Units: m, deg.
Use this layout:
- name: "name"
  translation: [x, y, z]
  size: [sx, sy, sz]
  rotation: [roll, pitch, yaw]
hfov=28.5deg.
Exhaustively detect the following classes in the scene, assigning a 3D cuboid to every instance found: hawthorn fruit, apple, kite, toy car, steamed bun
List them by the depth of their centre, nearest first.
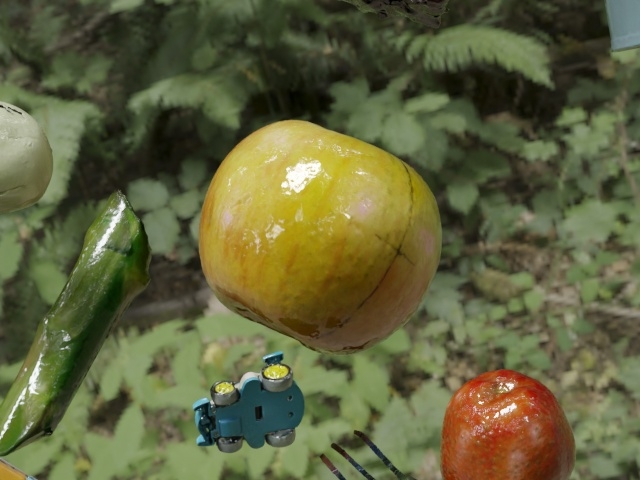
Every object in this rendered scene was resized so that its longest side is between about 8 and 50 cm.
- name: "hawthorn fruit"
  translation: [0.177, 0.188, 1.200]
  size: [0.133, 0.138, 0.132]
  rotation: [1, 36, -1]
- name: "steamed bun"
  translation: [-0.327, -0.084, 1.235]
  size: [0.130, 0.091, 0.112]
  rotation: [18, 48, -8]
- name: "apple"
  translation: [0.000, 0.000, 1.411]
  size: [0.286, 0.286, 0.233]
  rotation: [21, 86, 56]
- name: "kite"
  translation: [0.100, 0.345, 1.697]
  size: [0.127, 0.229, 0.016]
  rotation: [-41, 9, 2]
- name: "toy car"
  translation: [-0.109, 0.235, 1.819]
  size: [0.162, 0.126, 0.098]
  rotation: [-11, 29, -11]

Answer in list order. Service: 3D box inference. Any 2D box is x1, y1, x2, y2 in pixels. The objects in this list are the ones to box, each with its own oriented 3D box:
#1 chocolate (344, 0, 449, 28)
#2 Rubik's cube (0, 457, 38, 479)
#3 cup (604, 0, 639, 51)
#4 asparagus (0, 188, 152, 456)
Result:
- name: "chocolate"
  translation: [0.123, -0.368, 1.616]
  size: [0.206, 0.224, 0.177]
  rotation: [-42, 58, -6]
- name: "Rubik's cube"
  translation: [-0.539, 0.562, 2.047]
  size: [0.290, 0.291, 0.291]
  rotation: [-45, 16, 51]
- name: "cup"
  translation: [0.448, -0.389, 1.366]
  size: [0.331, 0.311, 0.257]
  rotation: [-14, 6, -20]
- name: "asparagus"
  translation: [-0.269, 0.102, 1.358]
  size: [0.082, 0.085, 0.343]
  rotation: [-3, 56, 43]
